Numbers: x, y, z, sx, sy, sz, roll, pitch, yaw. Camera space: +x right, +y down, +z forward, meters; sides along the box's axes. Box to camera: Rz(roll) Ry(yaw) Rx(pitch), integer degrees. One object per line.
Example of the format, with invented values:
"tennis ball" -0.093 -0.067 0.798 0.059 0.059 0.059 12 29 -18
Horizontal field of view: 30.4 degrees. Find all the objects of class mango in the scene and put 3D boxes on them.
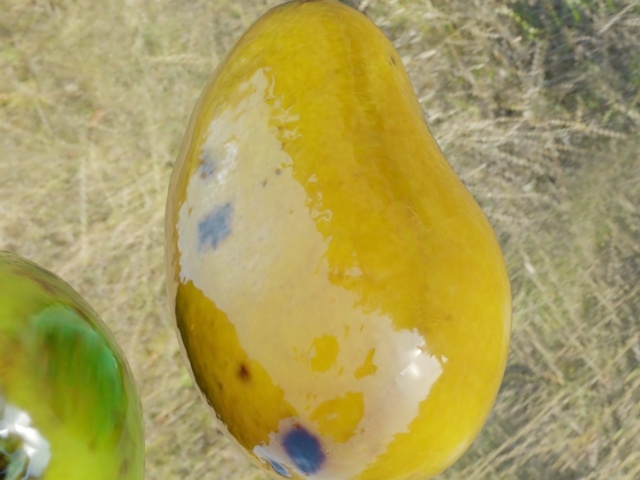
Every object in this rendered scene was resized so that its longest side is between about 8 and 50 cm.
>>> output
"mango" -0.002 0.003 0.402 0.115 0.090 0.178 -38 58 24

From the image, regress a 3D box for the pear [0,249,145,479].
"pear" -0.192 0.098 0.381 0.255 0.238 0.164 -32 83 24
